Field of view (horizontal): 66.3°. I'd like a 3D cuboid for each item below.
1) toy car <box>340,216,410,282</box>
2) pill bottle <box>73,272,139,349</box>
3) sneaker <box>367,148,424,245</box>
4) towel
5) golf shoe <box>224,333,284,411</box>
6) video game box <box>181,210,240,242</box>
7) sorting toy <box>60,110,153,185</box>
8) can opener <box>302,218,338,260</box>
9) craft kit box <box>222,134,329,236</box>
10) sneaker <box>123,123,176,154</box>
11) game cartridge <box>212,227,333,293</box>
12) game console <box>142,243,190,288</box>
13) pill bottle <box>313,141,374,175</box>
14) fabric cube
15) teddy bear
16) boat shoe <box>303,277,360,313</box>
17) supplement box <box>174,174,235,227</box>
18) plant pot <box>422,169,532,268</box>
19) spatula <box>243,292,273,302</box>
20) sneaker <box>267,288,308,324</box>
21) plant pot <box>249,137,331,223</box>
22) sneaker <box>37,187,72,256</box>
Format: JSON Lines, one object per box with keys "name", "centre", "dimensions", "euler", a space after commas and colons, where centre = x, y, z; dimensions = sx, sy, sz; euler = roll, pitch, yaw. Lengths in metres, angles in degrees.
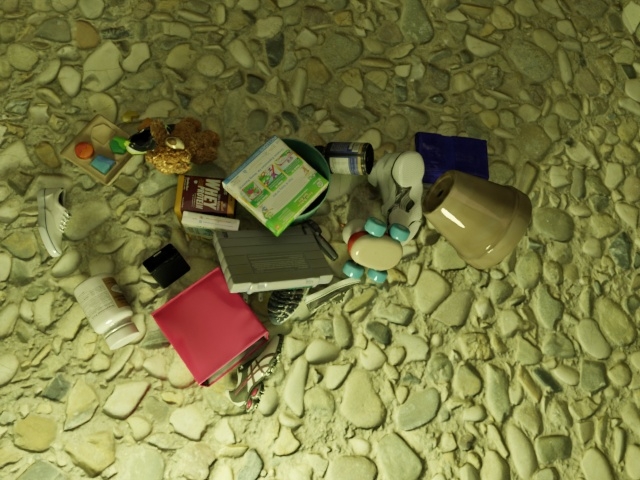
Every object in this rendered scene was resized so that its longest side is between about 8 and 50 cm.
{"name": "toy car", "centre": [0.167, -0.007, 1.786], "dimensions": [0.210, 0.219, 0.238], "euler": [11, 26, -30]}
{"name": "pill bottle", "centre": [-0.690, 0.231, 1.595], "dimensions": [0.131, 0.131, 0.229], "euler": [-31, 80, -16]}
{"name": "sneaker", "centre": [0.282, -0.169, 1.864], "dimensions": [0.137, 0.210, 0.366], "euler": [-4, 110, -24]}
{"name": "towel", "centre": [0.534, -0.330, 1.983], "dimensions": [0.308, 0.076, 0.228], "euler": [5, 73, -7]}
{"name": "golf shoe", "centre": [-0.210, 0.422, 1.624], "dimensions": [0.120, 0.105, 0.273], "euler": [25, 70, 7]}
{"name": "video game box", "centre": [-0.371, -0.036, 1.688], "dimensions": [0.187, 0.205, 0.048], "euler": [12, 73, -4]}
{"name": "sorting toy", "centre": [-0.780, -0.378, 1.821], "dimensions": [0.229, 0.041, 0.307], "euler": [33, 71, 3]}
{"name": "can opener", "centre": [0.000, 0.000, 1.809], "dimensions": [0.073, 0.059, 0.186], "euler": [-38, 81, -18]}
{"name": "craft kit box", "centre": [-0.144, -0.183, 1.600], "dimensions": [0.246, 0.061, 0.250], "euler": [42, 72, 8]}
{"name": "sneaker", "centre": [-0.605, -0.378, 1.802], "dimensions": [0.234, 0.097, 0.084], "euler": [-32, 88, -28]}
{"name": "game cartridge", "centre": [-0.153, 0.062, 1.593], "dimensions": [0.354, 0.068, 0.230], "euler": [-3, 53, -31]}
{"name": "game console", "centre": [-0.543, 0.089, 1.725], "dimensions": [0.122, 0.071, 0.107], "euler": [-38, 52, -18]}
{"name": "pill bottle", "centre": [0.083, -0.311, 1.855], "dimensions": [0.219, 0.123, 0.123], "euler": [6, 70, 22]}
{"name": "fabric cube", "centre": [-0.343, 0.284, 1.565], "dimensions": [0.254, 0.259, 0.258], "euler": [-37, 79, -16]}
{"name": "teddy bear", "centre": [-0.480, -0.354, 1.751], "dimensions": [0.245, 0.113, 0.338], "euler": [50, 34, 4]}
{"name": "boat shoe", "centre": [0.051, 0.196, 1.750], "dimensions": [0.219, 0.078, 0.070], "euler": [-24, 77, -7]}
{"name": "supplement box", "centre": [-0.395, -0.127, 1.720], "dimensions": [0.194, 0.191, 0.129], "euler": [4, 73, -8]}
{"name": "plant pot", "centre": [0.530, -0.100, 1.751], "dimensions": [0.280, 0.323, 0.323], "euler": [29, 70, -14]}
{"name": "spatula", "centre": [-0.211, 0.099, 1.667], "dimensions": [0.168, 0.019, 0.242], "euler": [14, 70, -43]}
{"name": "sneaker", "centre": [-0.084, 0.179, 1.695], "dimensions": [0.110, 0.122, 0.283], "euler": [17, 60, 21]}
{"name": "plant pot", "centre": [-0.123, -0.181, 1.755], "dimensions": [0.292, 0.235, 0.293], "euler": [2, 73, -7]}
{"name": "sneaker", "centre": [-0.905, -0.072, 1.678], "dimensions": [0.091, 0.094, 0.258], "euler": [-15, 75, -8]}
